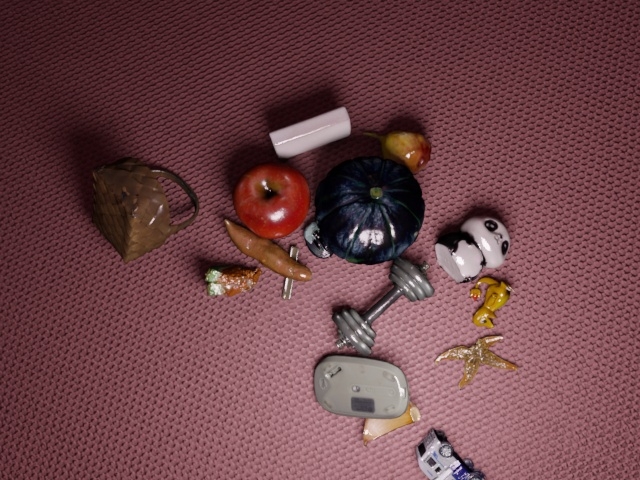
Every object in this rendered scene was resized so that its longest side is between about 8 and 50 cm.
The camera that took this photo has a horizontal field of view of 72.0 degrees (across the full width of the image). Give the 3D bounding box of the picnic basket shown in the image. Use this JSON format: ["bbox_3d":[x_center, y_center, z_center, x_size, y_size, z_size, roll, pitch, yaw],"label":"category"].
[{"bbox_3d":[-0.578,-0.132,1.501,0.337,0.337,0.293,-43,77,-3],"label":"picnic basket"}]

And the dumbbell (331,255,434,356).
[{"bbox_3d":[0.205,0.213,1.455,0.406,0.179,0.179,-42,84,-2],"label":"dumbbell"}]

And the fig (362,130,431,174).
[{"bbox_3d":[0.257,-0.330,1.547,0.257,0.159,0.159,32,86,25],"label":"fig"}]

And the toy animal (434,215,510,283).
[{"bbox_3d":[0.515,0.020,1.470,0.235,0.165,0.187,-30,96,-2],"label":"toy animal"}]

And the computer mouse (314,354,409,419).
[{"bbox_3d":[0.128,0.475,1.434,0.331,0.095,0.197,0,91,26],"label":"computer mouse"}]

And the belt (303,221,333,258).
[{"bbox_3d":[0.000,0.000,1.545,0.105,0.058,0.140,-34,83,-5],"label":"belt"}]

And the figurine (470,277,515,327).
[{"bbox_3d":[0.563,0.207,1.495,0.122,0.121,0.176,30,96,33],"label":"figurine"}]

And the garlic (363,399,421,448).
[{"bbox_3d":[0.227,0.584,1.450,0.207,0.115,0.128,-37,50,8],"label":"garlic"}]

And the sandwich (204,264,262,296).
[{"bbox_3d":[-0.295,0.141,1.481,0.160,0.185,0.109,8,92,6],"label":"sandwich"}]

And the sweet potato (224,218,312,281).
[{"bbox_3d":[-0.184,0.043,1.524,0.355,0.106,0.095,33,67,4],"label":"sweet potato"}]

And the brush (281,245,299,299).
[{"bbox_3d":[-0.105,0.115,1.556,0.034,0.027,0.190,10,92,7],"label":"brush"}]

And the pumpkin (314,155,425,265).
[{"bbox_3d":[0.153,-0.097,1.434,0.364,0.266,0.362,1,73,-2],"label":"pumpkin"}]

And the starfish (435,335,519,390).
[{"bbox_3d":[0.521,0.412,1.489,0.248,0.050,0.138,-21,84,7],"label":"starfish"}]

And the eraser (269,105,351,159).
[{"bbox_3d":[-0.035,-0.368,1.529,0.270,0.174,0.094,-19,85,0],"label":"eraser"}]

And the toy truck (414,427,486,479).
[{"bbox_3d":[0.418,0.757,1.415,0.155,0.124,0.268,-44,85,2],"label":"toy truck"}]

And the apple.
[{"bbox_3d":[-0.159,-0.138,1.486,0.261,0.216,0.260,-1,77,4],"label":"apple"}]
